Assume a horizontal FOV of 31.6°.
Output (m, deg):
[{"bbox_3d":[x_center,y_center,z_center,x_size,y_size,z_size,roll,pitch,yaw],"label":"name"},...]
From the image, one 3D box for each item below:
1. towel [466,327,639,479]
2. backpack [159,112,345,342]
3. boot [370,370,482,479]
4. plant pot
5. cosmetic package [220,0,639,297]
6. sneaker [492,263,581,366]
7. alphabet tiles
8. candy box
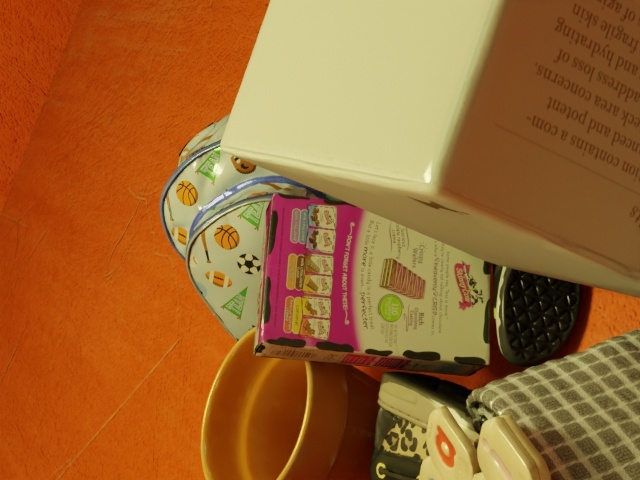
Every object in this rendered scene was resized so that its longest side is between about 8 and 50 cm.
[{"bbox_3d":[0.270,0.176,0.828,0.283,0.235,0.121,-128,26,-54],"label":"towel"},{"bbox_3d":[-0.056,-0.021,1.329,0.277,0.263,0.213,-32,15,19],"label":"backpack"},{"bbox_3d":[0.148,0.309,1.048,0.377,0.138,0.284,26,100,49],"label":"boot"},{"bbox_3d":[-0.001,0.213,1.268,0.205,0.188,0.205,-31,49,43],"label":"plant pot"},{"bbox_3d":[0.179,-0.190,0.943,0.327,0.329,0.393,16,86,57],"label":"cosmetic package"},{"bbox_3d":[0.219,0.021,1.180,0.097,0.084,0.234,115,164,-71],"label":"sneaker"},{"bbox_3d":[0.146,0.271,0.845,0.278,0.021,0.284,-125,30,-46],"label":"alphabet tiles"},{"bbox_3d":[0.055,0.048,1.165,0.071,0.234,0.159,119,157,-70],"label":"candy box"}]
